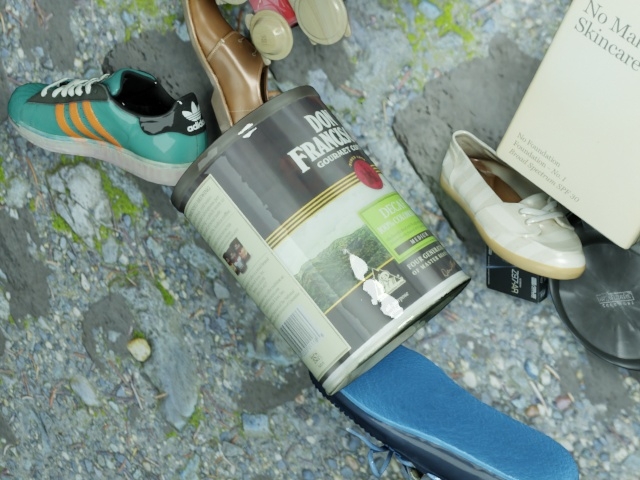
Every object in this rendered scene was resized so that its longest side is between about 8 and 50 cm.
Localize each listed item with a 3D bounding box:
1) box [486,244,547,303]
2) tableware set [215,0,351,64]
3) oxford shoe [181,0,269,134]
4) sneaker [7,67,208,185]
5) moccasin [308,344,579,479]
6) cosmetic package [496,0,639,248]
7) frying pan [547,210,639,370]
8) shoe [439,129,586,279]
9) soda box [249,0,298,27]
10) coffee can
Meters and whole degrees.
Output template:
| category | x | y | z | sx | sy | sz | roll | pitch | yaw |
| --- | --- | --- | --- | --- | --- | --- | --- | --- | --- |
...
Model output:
| category | x | y | z | sx | sy | sz | roll | pitch | yaw |
| --- | --- | --- | --- | --- | --- | --- | --- | --- | --- |
| box | 0.207 | 0.019 | 1.578 | 0.067 | 0.018 | 0.083 | 19 | 124 | 35 |
| tableware set | -0.044 | -0.255 | 1.534 | 0.168 | 0.020 | 0.141 | -16 | 103 | 44 |
| oxford shoe | -0.100 | -0.214 | 1.711 | 0.076 | 0.076 | 0.212 | -20 | 96 | 16 |
| sneaker | -0.263 | -0.167 | 1.851 | 0.302 | 0.108 | 0.121 | 18 | 123 | 26 |
| moccasin | 0.121 | 0.230 | 1.691 | 0.342 | 0.138 | 0.117 | 33 | 136 | 26 |
| cosmetic package | 0.297 | -0.165 | 1.305 | 0.160 | 0.113 | 0.309 | 38 | 128 | 20 |
| frying pan | 0.301 | -0.006 | 1.462 | 0.197 | 0.053 | 0.326 | 17 | 126 | 35 |
| shoe | 0.188 | -0.036 | 1.487 | 0.219 | 0.076 | 0.058 | 47 | 140 | 43 |
| soda box | -0.063 | -0.355 | 1.572 | 0.092 | 0.083 | 0.263 | -22 | 96 | 47 |
| coffee can | 0.000 | 0.000 | 1.625 | 0.275 | 0.201 | 0.201 | 51 | 136 | 8 |
